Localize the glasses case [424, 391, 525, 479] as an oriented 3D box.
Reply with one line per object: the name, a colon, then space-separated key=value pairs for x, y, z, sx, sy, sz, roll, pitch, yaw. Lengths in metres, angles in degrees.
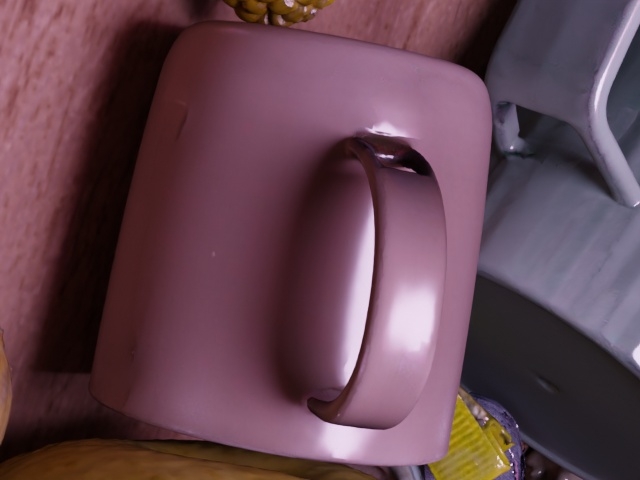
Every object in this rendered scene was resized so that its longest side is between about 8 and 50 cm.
glasses case: x=0.084 y=0.232 z=1.042 sx=0.067 sy=0.109 sz=0.282 roll=-54 pitch=146 yaw=-67

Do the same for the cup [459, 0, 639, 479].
cup: x=0.226 y=-0.082 z=0.971 sx=0.401 sy=0.310 sz=0.392 roll=46 pitch=71 yaw=-20

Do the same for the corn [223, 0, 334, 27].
corn: x=-0.061 y=-0.241 z=0.730 sx=0.101 sy=0.101 sz=0.310 roll=-42 pitch=134 yaw=-30

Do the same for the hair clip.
hair clip: x=0.047 y=0.082 z=0.945 sx=0.072 sy=0.046 sz=0.173 roll=-35 pitch=97 yaw=14

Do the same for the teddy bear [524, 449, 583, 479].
teddy bear: x=0.333 y=0.201 z=1.149 sx=0.367 sy=0.357 sz=0.224 roll=-61 pitch=180 yaw=11

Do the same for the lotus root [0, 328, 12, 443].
lotus root: x=-0.273 y=0.115 z=0.592 sx=0.343 sy=0.151 sz=0.169 roll=-41 pitch=111 yaw=-25

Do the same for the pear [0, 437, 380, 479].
pear: x=-0.062 y=0.249 z=0.721 sx=0.348 sy=0.348 sz=0.348 roll=-19 pitch=117 yaw=-42

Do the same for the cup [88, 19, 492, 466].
cup: x=0.000 y=0.000 z=0.770 sx=0.192 sy=0.253 sz=0.200 roll=9 pitch=94 yaw=-18

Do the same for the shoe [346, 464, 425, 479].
shoe: x=-0.003 y=0.237 z=0.962 sx=0.100 sy=0.103 sz=0.251 roll=11 pitch=91 yaw=-47
